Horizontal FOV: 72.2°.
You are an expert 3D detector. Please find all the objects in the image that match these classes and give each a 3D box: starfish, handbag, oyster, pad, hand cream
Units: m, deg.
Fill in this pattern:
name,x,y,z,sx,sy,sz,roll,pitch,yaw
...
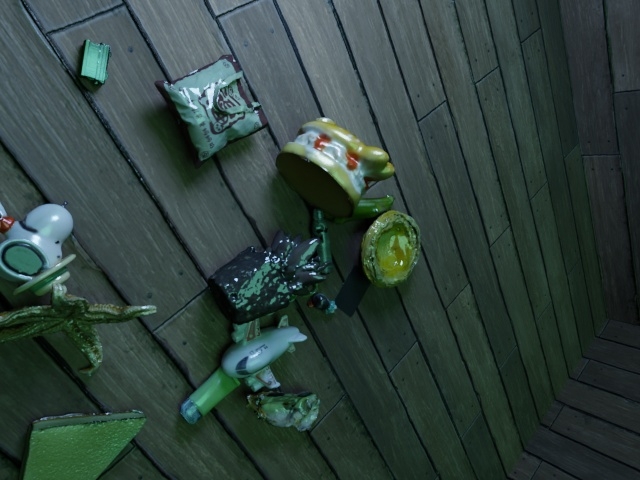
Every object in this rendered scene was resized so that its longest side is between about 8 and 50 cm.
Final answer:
name,x,y,z,sx,sy,sz,roll,pitch,yaw
starfish,-0.541,0.181,0.932,0.374,0.095,0.327,-14,142,-2
handbag,-0.261,-0.325,1.079,0.235,0.127,0.213,-39,117,-29
oyster,-0.114,0.509,1.355,0.345,0.078,0.129,33,85,-45
pad,0.113,0.175,1.521,0.112,0.003,0.157,42,72,-34
hand cream,-0.309,0.427,1.217,0.175,0.045,0.095,-42,115,-34

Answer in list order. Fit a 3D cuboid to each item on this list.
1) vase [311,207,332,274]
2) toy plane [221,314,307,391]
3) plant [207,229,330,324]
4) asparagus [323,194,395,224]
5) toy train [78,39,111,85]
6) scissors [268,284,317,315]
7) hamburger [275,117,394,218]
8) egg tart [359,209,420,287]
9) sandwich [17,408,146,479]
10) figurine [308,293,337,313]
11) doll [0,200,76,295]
name,x,y,z,sx,sy,sz,roll,pitch,yaw
vase,0.000,0.000,1.372,0.059,0.059,0.212,-15,105,-35
toy plane,-0.166,0.314,1.261,0.252,0.118,0.253,-6,101,-34
plant,-0.132,0.094,1.203,0.320,0.194,0.182,-31,119,-26
asparagus,0.134,-0.106,1.448,0.342,0.082,0.085,-5,64,-38
toy train,-0.489,-0.385,0.951,0.056,0.038,0.093,8,93,-35
scissors,-0.094,0.165,1.346,0.204,0.027,0.101,-37,114,-30
hamburger,0.042,-0.208,1.218,0.186,0.302,0.261,-52,129,-15
egg tart,0.233,0.027,1.517,0.288,0.118,0.289,-6,100,-36
sandwich,-0.561,0.513,1.032,0.244,0.063,0.212,11,94,-37
figurine,0.010,0.210,1.425,0.060,0.047,0.106,-39,135,16
doll,-0.630,-0.002,0.859,0.271,0.143,0.208,16,67,-41
